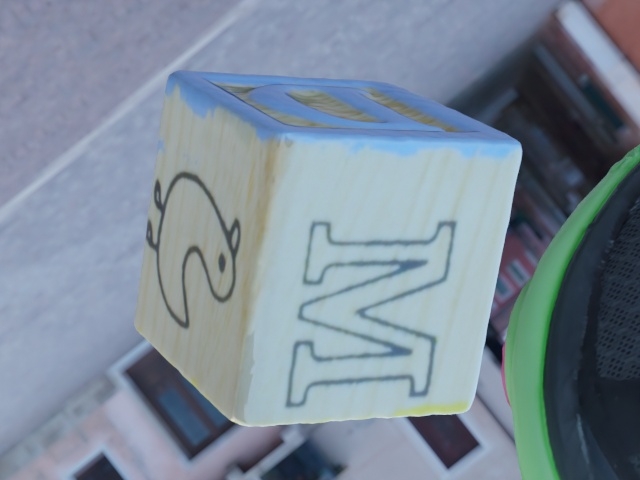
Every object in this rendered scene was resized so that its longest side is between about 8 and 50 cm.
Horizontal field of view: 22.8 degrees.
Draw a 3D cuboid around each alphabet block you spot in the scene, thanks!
[{"bbox_3d":[0.000,0.000,1.100,0.193,0.197,0.192,1,-163,-28],"label":"alphabet block"}]

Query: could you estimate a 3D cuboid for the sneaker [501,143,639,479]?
[{"bbox_3d":[0.176,0.126,0.437,0.202,0.185,0.482,-27,-147,18],"label":"sneaker"}]
